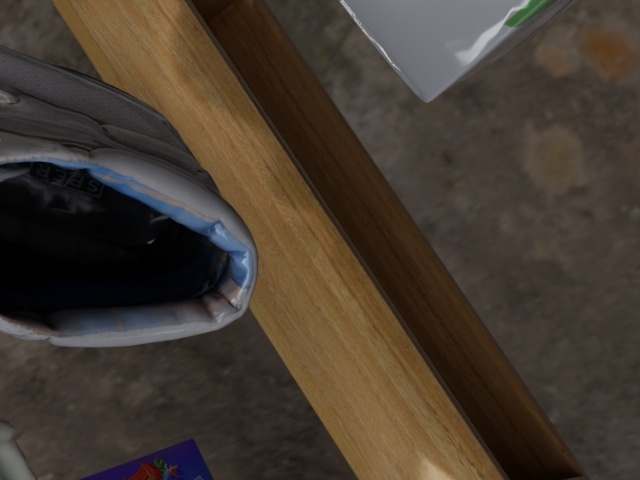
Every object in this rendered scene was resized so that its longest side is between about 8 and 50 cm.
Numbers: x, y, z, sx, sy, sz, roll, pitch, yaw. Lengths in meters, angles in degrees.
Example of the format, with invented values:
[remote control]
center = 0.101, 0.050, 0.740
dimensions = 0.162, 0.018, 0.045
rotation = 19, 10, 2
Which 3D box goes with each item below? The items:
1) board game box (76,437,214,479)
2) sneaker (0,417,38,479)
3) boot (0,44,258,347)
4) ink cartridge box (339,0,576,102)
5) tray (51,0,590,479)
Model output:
[board game box]
center = -0.196, 0.386, 1.778
dimensions = 0.233, 0.078, 0.347
rotation = -19, 127, -12
[sneaker]
center = -0.197, 0.239, 1.036
dimensions = 0.114, 0.152, 0.305
rotation = -25, 103, -47
[boot]
center = -0.141, -0.032, 0.567
dimensions = 0.258, 0.123, 0.095
rotation = 12, 103, -29
[ink cartridge box]
center = 0.130, -0.188, 1.110
dimensions = 0.092, 0.160, 0.219
rotation = 51, 29, 3
[tray]
center = 0.000, 0.000, 1.038
dimensions = 0.076, 0.203, 0.411
rotation = -36, 74, 13
